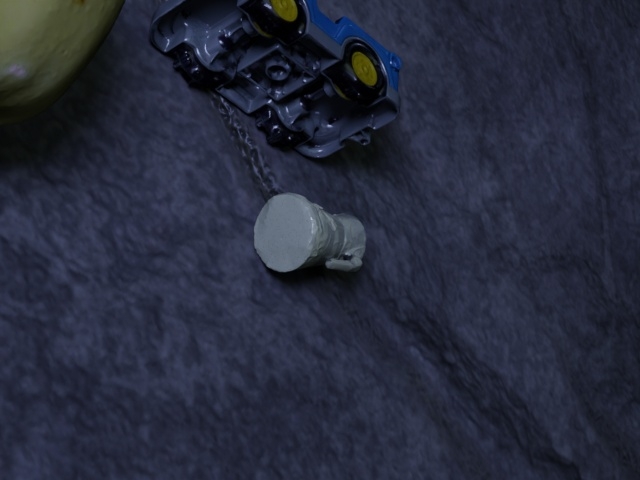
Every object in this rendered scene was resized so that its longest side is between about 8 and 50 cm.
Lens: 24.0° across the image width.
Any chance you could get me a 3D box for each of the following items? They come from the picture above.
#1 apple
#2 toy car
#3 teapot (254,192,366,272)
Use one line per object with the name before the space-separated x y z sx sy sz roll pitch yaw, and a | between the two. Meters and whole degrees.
apple | -0.196 -0.167 0.850 0.200 0.200 0.200 23 56 -40
toy car | -0.026 -0.146 1.091 0.191 0.097 0.100 34 45 -34
teapot | 0.000 0.000 1.082 0.067 0.057 0.083 45 22 31
